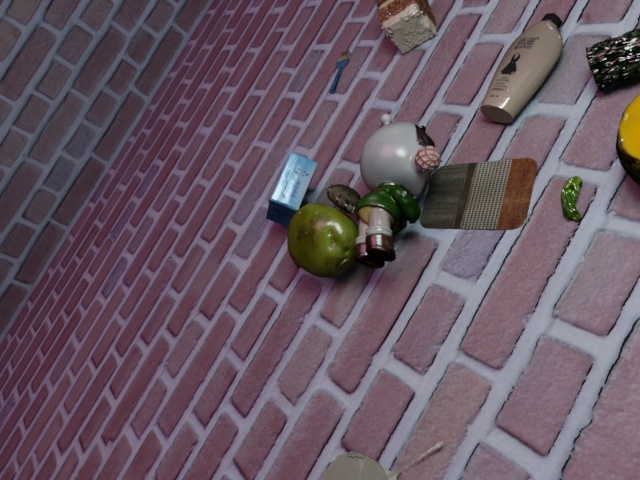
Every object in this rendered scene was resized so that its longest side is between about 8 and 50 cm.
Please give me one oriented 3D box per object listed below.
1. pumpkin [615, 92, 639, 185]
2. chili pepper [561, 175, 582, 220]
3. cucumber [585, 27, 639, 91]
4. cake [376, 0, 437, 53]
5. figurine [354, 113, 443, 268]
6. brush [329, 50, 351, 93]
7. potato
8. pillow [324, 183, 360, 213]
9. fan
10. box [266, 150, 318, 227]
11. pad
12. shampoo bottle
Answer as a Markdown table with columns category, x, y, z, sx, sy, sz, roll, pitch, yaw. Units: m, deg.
| category | x | y | z | sx | sy | sz | roll | pitch | yaw |
| --- | --- | --- | --- | --- | --- | --- | --- | --- | --- |
| pumpkin | 0.623 | -0.204 | 0.778 | 0.317 | 0.139 | 0.221 | -33 | 48 | 27 |
| chili pepper | 0.465 | -0.079 | 0.937 | 0.034 | 0.030 | 0.091 | 7 | 70 | 20 |
| cucumber | 0.666 | -0.363 | 0.873 | 0.360 | 0.096 | 0.096 | -13 | 57 | 41 |
| cake | 0.244 | -0.634 | 1.442 | 0.135 | 0.135 | 0.147 | -19 | 58 | 35 |
| figurine | 0.156 | -0.119 | 1.126 | 0.281 | 0.167 | 0.369 | 135 | 154 | -62 |
| brush | 0.060 | -0.550 | 1.656 | 0.051 | 0.014 | 0.164 | -1 | 66 | 46 |
| potato | 0.000 | 0.000 | 1.218 | 0.149 | 0.186 | 0.253 | -35 | 1 | -25 |
| pillow | 0.055 | -0.106 | 1.218 | 0.051 | 0.093 | 0.241 | -58 | -1 | 13 |
| fan | 0.113 | 0.456 | 0.948 | 0.310 | 0.010 | 0.182 | -42 | 43 | 21 |
| box | -0.082 | -0.131 | 1.381 | 0.232 | 0.083 | 0.142 | 124 | 169 | -77 |
| pad | 0.294 | -0.039 | 1.058 | 0.250 | 0.055 | 0.323 | 2 | 49 | 45 |
| shampoo bottle | 0.451 | -0.384 | 1.111 | 0.127 | 0.078 | 0.256 | 26 | 82 | 53 |
